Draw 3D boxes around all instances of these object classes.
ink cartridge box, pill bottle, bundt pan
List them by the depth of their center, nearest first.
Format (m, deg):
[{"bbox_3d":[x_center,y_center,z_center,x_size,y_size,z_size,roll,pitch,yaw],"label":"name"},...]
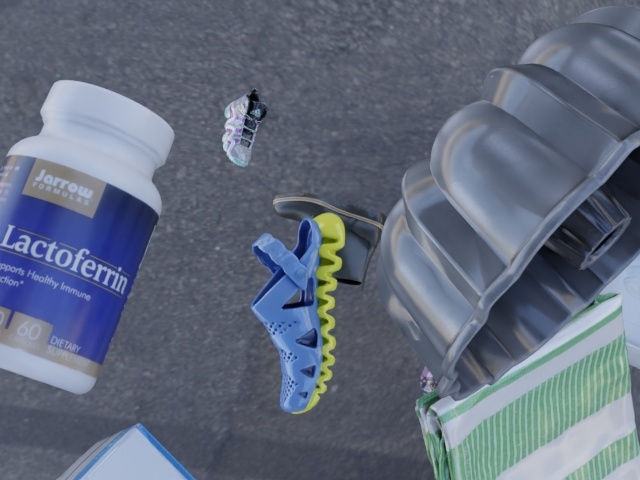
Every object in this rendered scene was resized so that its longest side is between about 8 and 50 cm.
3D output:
[{"bbox_3d":[0.169,-0.037,0.740,0.124,0.331,0.331,46,106,21],"label":"bundt pan"},{"bbox_3d":[-0.168,0.251,0.906,0.139,0.191,0.082,47,64,-5],"label":"ink cartridge box"},{"bbox_3d":[-0.239,-0.004,0.917,0.153,0.153,0.264,14,77,18],"label":"pill bottle"}]

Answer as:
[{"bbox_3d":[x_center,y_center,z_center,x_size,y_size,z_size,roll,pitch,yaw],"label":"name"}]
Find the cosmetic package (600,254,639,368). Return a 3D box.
[{"bbox_3d":[0.391,0.031,1.143,0.224,0.138,0.224,23,84,-11],"label":"cosmetic package"}]

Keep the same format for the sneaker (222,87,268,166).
[{"bbox_3d":[-0.086,-0.142,1.183,0.069,0.038,0.098,-36,50,37],"label":"sneaker"}]

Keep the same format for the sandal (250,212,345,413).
[{"bbox_3d":[-0.047,0.110,1.539,0.138,0.126,0.317,5,81,-20],"label":"sandal"}]

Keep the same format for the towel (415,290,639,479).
[{"bbox_3d":[0.221,0.231,0.942,0.038,0.248,0.325,24,136,55],"label":"towel"}]

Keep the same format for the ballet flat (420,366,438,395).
[{"bbox_3d":[0.257,0.215,1.441,0.221,0.077,0.079,14,98,15],"label":"ballet flat"}]

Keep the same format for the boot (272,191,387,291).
[{"bbox_3d":[0.000,0.000,1.668,0.198,0.077,0.137,11,75,16],"label":"boot"}]
